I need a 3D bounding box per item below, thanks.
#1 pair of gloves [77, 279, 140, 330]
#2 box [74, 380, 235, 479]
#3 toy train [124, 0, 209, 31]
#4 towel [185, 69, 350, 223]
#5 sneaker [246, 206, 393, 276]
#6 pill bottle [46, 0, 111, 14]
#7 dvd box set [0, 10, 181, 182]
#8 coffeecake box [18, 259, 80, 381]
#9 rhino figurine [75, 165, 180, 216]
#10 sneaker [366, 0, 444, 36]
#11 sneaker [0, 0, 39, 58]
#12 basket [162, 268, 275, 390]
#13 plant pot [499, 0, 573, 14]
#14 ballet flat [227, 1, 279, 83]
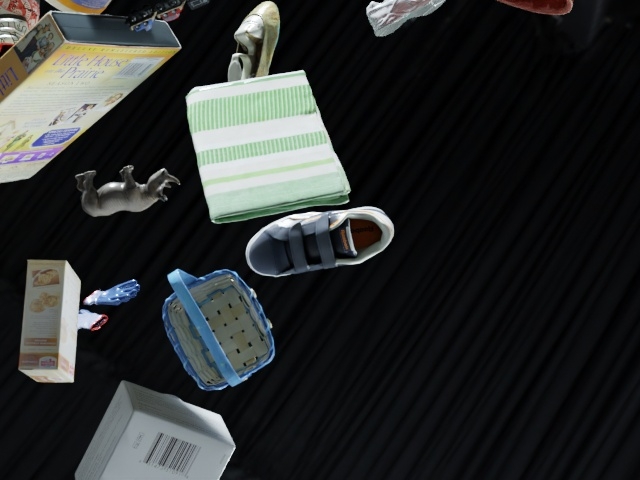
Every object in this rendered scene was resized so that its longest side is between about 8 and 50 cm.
[{"bbox_3d":[-0.470,0.145,2.024,0.159,0.198,0.023,-7,-63,41],"label":"pair of gloves"},{"bbox_3d":[-0.260,0.343,1.493,0.181,0.182,0.119,25,6,-23],"label":"box"},{"bbox_3d":[-0.232,-0.357,1.475,0.158,0.027,0.036,-15,-49,23],"label":"toy train"},{"bbox_3d":[-0.103,-0.174,1.718,0.038,0.248,0.325,94,-18,-52],"label":"towel"},{"bbox_3d":[0.000,0.000,2.034,0.127,0.321,0.126,-133,-153,-77],"label":"sneaker"},{"bbox_3d":[-0.343,-0.499,1.531,0.152,0.272,0.152,32,34,-26],"label":"pill bottle"},{"bbox_3d":[-0.464,-0.221,1.574,0.062,0.420,0.307,58,26,5],"label":"dvd box set"},{"bbox_3d":[-0.460,0.141,1.638,0.068,0.185,0.142,1,-17,-4],"label":"coffeecake box"},{"bbox_3d":[-0.450,-0.118,2.251,0.073,0.243,0.106,160,-78,-87],"label":"rhino figurine"},{"bbox_3d":[0.148,-0.403,1.615,0.061,0.152,0.054,63,-7,12],"label":"sneaker"},{"bbox_3d":[-0.624,-0.365,1.679,0.270,0.145,0.090,-6,-19,9],"label":"sneaker"},{"bbox_3d":[-0.215,0.179,1.984,0.255,0.201,0.289,61,5,7],"label":"basket"},{"bbox_3d":[0.279,-0.493,1.318,0.272,0.265,0.272,26,4,-2],"label":"plant pot"},{"bbox_3d":[-0.187,-0.495,2.546,0.123,0.348,0.123,9,-12,2],"label":"ballet flat"}]
